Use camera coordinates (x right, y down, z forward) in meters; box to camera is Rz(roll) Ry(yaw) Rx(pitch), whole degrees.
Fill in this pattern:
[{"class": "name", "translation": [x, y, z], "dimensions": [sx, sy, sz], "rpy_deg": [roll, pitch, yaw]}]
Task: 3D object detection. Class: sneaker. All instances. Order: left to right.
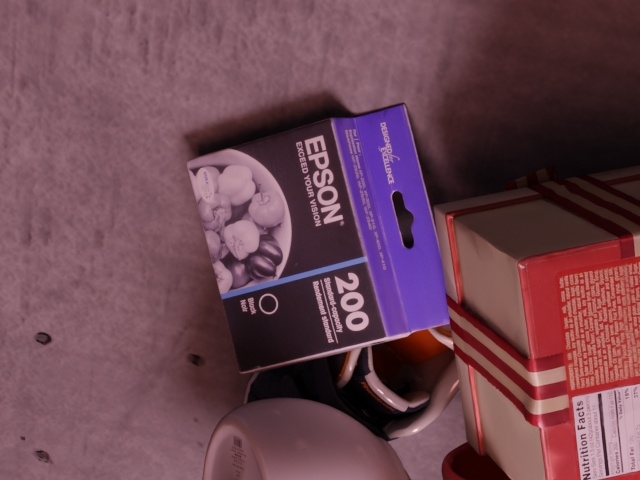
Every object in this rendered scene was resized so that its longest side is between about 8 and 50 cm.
[{"class": "sneaker", "translation": [0.032, 0.134, 1.538], "dimensions": [0.126, 0.127, 0.321], "rpy_deg": [38, 124, -17]}]

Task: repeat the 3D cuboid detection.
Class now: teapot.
[{"class": "teapot", "translation": [0.008, 0.258, 1.460], "dimensions": [0.187, 0.256, 0.252], "rpy_deg": [-2, 138, -23]}]

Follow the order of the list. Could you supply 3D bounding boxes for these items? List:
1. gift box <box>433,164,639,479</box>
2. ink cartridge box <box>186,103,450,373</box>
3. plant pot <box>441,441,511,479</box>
[{"class": "gift box", "translation": [0.258, 0.077, 1.345], "dimensions": [0.276, 0.258, 0.255], "rpy_deg": [-7, 103, -12]}, {"class": "ink cartridge box", "translation": [0.000, 0.000, 1.441], "dimensions": [0.208, 0.045, 0.206], "rpy_deg": [-16, 87, 19]}, {"class": "plant pot", "translation": [0.250, 0.309, 1.435], "dimensions": [0.275, 0.275, 0.243], "rpy_deg": [-3, 98, 12]}]
